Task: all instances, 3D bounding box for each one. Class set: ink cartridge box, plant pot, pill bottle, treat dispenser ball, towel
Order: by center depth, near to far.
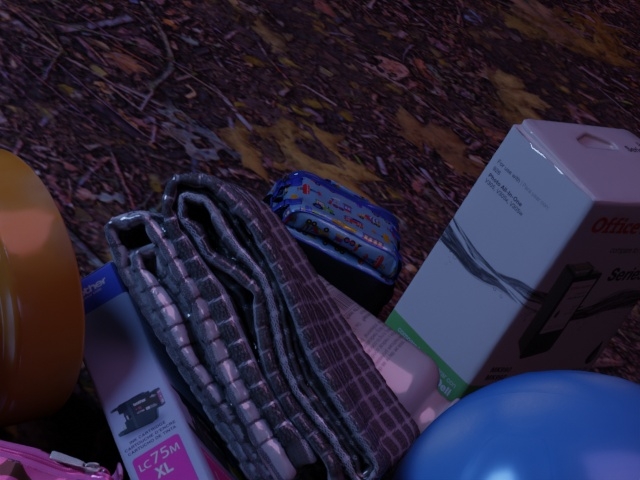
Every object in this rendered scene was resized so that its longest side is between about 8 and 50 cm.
[{"bbox_3d":[-0.301,0.048,1.377,0.188,0.205,0.205,-13,48,-36],"label":"plant pot"},{"bbox_3d":[0.183,0.241,1.439,0.288,0.288,0.288,26,25,-13],"label":"treat dispenser ball"},{"bbox_3d":[-0.108,0.143,1.459,0.186,0.065,0.311,56,1,-44],"label":"ink cartridge box"},{"bbox_3d":[-0.037,0.084,1.478,0.284,0.121,0.235,58,2,4],"label":"towel"},{"bbox_3d":[0.030,0.133,1.651,0.229,0.131,0.131,36,25,9],"label":"pill bottle"},{"bbox_3d":[0.205,0.037,1.840,0.211,0.289,0.121,-1,40,-49],"label":"ink cartridge box"}]

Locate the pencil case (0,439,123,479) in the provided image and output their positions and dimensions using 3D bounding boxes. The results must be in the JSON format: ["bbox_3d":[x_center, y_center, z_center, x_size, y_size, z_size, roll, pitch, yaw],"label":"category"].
[{"bbox_3d":[-0.240,0.172,1.308,0.209,0.098,0.095,19,20,-26],"label":"pencil case"}]

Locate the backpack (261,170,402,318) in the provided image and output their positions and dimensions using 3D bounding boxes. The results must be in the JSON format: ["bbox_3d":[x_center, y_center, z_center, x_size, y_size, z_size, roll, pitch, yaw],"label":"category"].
[{"bbox_3d":[0.000,0.000,1.885,0.158,0.117,0.173,29,22,-9],"label":"backpack"}]
